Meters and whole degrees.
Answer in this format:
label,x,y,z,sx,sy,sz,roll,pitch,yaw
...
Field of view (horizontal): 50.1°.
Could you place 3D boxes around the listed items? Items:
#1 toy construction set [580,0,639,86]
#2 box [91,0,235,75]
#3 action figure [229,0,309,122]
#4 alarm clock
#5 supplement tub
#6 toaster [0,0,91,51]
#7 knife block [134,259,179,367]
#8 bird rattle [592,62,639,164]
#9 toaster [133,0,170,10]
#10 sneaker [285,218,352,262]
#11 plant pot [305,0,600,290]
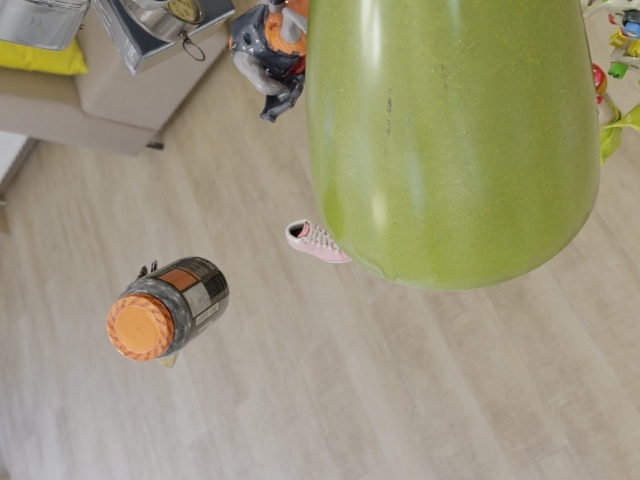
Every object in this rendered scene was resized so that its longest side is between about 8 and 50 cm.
label,x,y,z,sx,sy,sz,roll,pitch,yaw
toy construction set,0.508,-0.351,1.142,0.215,0.328,0.151,39,118,61
box,-0.376,-0.565,1.362,0.395,0.212,0.293,61,167,-14
action figure,-0.048,-0.389,1.125,0.330,0.179,0.341,-16,51,59
alarm clock,-0.227,-0.337,1.000,0.064,0.129,0.192,-38,83,26
supplement tub,-0.216,0.097,0.983,0.117,0.190,0.117,3,103,15
toaster,-0.510,-0.433,1.222,0.146,0.227,0.129,-30,65,44
knife block,-0.367,0.177,1.679,0.242,0.275,0.088,-20,34,28
bird rattle,0.463,-0.258,1.212,0.143,0.254,0.207,-50,26,34
toaster,-0.114,-0.317,0.621,0.168,0.110,0.185,-11,49,36
sneaker,0.000,0.000,1.191,0.134,0.070,0.051,13,71,17
plant pot,0.098,-0.148,0.553,0.275,0.293,0.274,-7,56,10
